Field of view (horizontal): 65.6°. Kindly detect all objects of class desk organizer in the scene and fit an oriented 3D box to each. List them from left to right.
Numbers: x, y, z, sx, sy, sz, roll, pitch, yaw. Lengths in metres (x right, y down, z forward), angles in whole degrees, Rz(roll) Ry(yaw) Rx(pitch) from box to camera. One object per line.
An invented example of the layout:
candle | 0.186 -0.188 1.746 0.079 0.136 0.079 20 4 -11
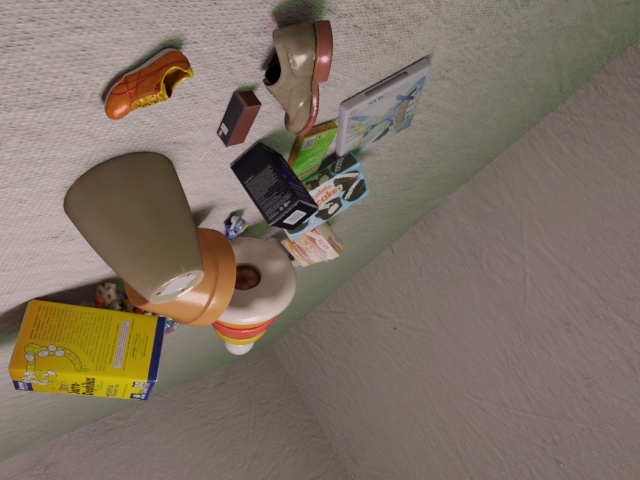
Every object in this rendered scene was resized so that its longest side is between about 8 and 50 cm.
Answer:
desk organizer | -0.184 -0.272 1.119 0.050 0.047 0.130 -24 162 -41

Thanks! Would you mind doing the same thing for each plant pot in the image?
plant pot | -0.379 -0.007 1.095 0.257 0.274 0.256 -31 164 -10
plant pot | -0.409 0.094 1.394 0.291 0.290 0.204 -42 146 28

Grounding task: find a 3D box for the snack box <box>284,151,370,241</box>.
snack box | 0.001 -0.141 1.660 0.322 0.060 0.187 -32 146 -2

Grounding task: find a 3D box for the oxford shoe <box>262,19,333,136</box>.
oxford shoe | -0.064 -0.345 1.084 0.130 0.122 0.348 -3 158 -11

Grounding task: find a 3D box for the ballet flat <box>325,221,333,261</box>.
ballet flat | 0.000 0.000 2.062 0.164 0.182 0.483 -45 165 -4

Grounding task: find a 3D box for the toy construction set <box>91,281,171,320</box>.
toy construction set | -0.589 0.217 1.580 0.215 0.151 0.328 -14 167 29

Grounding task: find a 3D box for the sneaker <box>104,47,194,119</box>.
sneaker | -0.302 -0.263 0.864 0.175 0.067 0.064 -35 167 8

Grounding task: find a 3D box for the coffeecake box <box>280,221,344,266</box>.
coffeecake box | -0.030 0.009 1.823 0.186 0.142 0.068 -19 -148 40

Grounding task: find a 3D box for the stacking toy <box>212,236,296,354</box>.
stacking toy | -0.279 0.251 1.774 0.351 0.350 0.479 -26 148 -29

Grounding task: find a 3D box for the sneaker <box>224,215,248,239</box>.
sneaker | -0.282 -0.045 1.614 0.144 0.059 0.053 -29 -153 57

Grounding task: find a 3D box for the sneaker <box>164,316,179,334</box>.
sneaker | -0.647 0.330 1.900 0.262 0.104 0.125 -36 163 6

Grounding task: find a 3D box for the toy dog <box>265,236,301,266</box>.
toy dog | -0.205 0.070 1.925 0.334 0.220 0.161 -35 135 -25

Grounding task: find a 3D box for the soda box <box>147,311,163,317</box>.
soda box | -0.544 0.206 1.754 0.183 0.058 0.063 -46 163 3

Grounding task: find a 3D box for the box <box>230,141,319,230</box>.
box | -0.121 -0.142 1.339 0.108 0.207 0.153 -38 165 13

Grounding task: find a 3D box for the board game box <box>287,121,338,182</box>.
board game box | -0.040 -0.251 1.504 0.124 0.039 0.259 -25 160 -29

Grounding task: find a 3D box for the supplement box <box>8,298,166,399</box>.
supplement box | -0.638 0.315 1.391 0.357 0.195 0.194 11 145 -19

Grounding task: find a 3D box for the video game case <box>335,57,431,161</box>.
video game case | 0.184 -0.387 1.548 0.300 0.036 0.329 -31 165 -11
